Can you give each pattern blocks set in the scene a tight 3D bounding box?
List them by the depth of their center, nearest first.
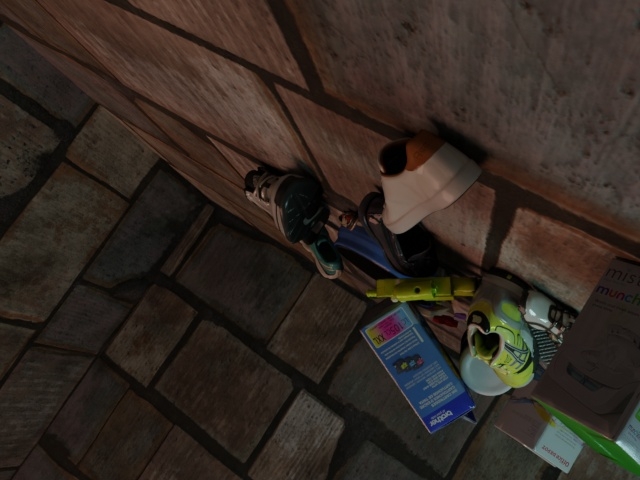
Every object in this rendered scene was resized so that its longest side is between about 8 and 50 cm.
[{"bbox_3d":[0.333,0.219,1.852,0.325,0.026,0.285,14,-172,25],"label":"pattern blocks set"}]

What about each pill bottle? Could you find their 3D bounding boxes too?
[{"bbox_3d":[0.474,0.316,1.542,0.153,0.153,0.265,33,-163,9],"label":"pill bottle"}]

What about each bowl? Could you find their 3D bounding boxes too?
[{"bbox_3d":[0.211,0.084,1.724,0.391,0.077,0.391,33,173,5],"label":"bowl"}]

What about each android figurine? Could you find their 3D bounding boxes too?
[{"bbox_3d":[0.248,0.119,1.312,0.273,0.056,0.248,-5,172,24],"label":"android figurine"}]

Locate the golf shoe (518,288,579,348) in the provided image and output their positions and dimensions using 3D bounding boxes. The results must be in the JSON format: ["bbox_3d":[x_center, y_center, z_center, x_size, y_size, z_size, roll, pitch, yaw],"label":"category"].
[{"bbox_3d":[0.480,0.156,1.096,0.198,0.077,0.094,32,160,-27],"label":"golf shoe"}]

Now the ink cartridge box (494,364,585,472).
[{"bbox_3d":[0.780,0.598,1.858,0.198,0.270,0.197,37,172,-23],"label":"ink cartridge box"}]

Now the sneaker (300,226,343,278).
[{"bbox_3d":[0.000,0.000,1.858,0.275,0.107,0.110,55,165,25],"label":"sneaker"}]

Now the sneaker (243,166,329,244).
[{"bbox_3d":[-0.133,-0.117,1.532,0.258,0.169,0.447,30,175,11],"label":"sneaker"}]

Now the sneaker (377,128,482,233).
[{"bbox_3d":[0.137,-0.095,0.834,0.123,0.106,0.290,43,165,0],"label":"sneaker"}]

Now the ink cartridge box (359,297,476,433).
[{"bbox_3d":[0.284,0.348,1.523,0.395,0.151,0.270,57,-172,2],"label":"ink cartridge box"}]

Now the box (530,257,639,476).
[{"bbox_3d":[0.455,0.194,0.763,0.262,0.231,0.127,38,171,-35],"label":"box"}]

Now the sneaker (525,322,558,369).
[{"bbox_3d":[0.576,0.278,1.376,0.282,0.102,0.161,42,180,25],"label":"sneaker"}]

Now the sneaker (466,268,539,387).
[{"bbox_3d":[0.397,0.231,1.241,0.145,0.147,0.384,23,150,44],"label":"sneaker"}]

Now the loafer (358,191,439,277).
[{"bbox_3d":[0.193,0.006,1.197,0.095,0.109,0.302,18,162,47],"label":"loafer"}]

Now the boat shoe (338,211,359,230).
[{"bbox_3d":[0.078,-0.058,1.497,0.043,0.049,0.137,36,177,-5],"label":"boat shoe"}]
